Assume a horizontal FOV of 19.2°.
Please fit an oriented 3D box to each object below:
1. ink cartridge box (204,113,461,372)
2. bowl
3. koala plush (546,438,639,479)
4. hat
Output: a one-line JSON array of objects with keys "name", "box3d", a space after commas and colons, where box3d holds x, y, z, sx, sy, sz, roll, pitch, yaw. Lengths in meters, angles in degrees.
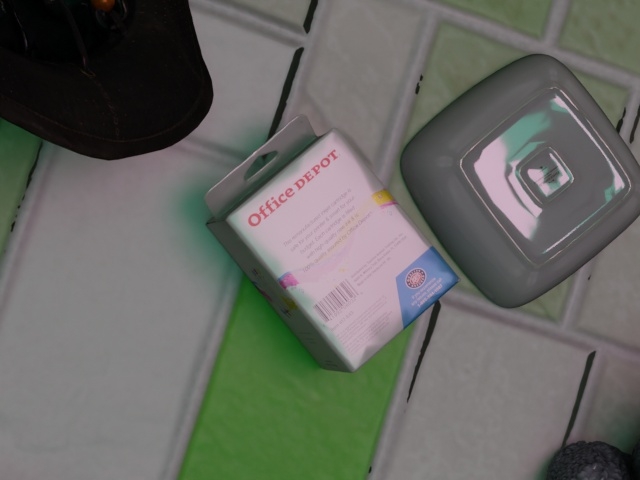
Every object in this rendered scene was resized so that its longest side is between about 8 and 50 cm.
[{"name": "ink cartridge box", "box3d": [0.000, 0.000, 1.193, 0.092, 0.090, 0.143, -40, 96, -11]}, {"name": "bowl", "box3d": [0.140, -0.041, 1.246, 0.142, 0.053, 0.142, -38, 96, -10]}, {"name": "koala plush", "box3d": [0.275, 0.143, 1.163, 0.203, 0.221, 0.196, 42, 80, 8]}, {"name": "hat", "box3d": [-0.215, -0.156, 1.098, 0.134, 0.331, 0.331, -29, 96, 27]}]
